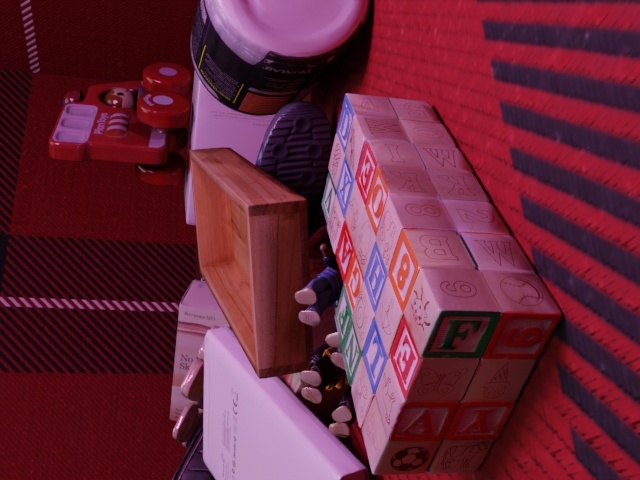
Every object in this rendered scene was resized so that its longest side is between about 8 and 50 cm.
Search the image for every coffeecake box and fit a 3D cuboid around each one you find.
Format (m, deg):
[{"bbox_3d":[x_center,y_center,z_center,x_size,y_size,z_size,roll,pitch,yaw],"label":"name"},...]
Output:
[{"bbox_3d":[-0.019,0.139,0.972,0.142,0.068,0.185,112,157,-51],"label":"coffeecake box"}]

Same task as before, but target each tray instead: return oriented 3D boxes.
[{"bbox_3d":[-0.104,0.004,0.967,0.411,0.076,0.202,-142,48,-65],"label":"tray"}]

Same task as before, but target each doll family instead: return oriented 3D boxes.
[{"bbox_3d":[0.022,0.098,0.733,0.111,0.076,0.193,-37,-46,-56],"label":"doll family"}]

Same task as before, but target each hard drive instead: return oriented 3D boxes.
[{"bbox_3d":[-0.063,0.289,0.915,0.353,0.047,0.233,33,125,53],"label":"hard drive"}]

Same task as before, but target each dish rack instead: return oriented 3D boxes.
[{"bbox_3d":[-0.185,0.497,1.315,0.208,0.074,0.271,-63,-34,-66],"label":"dish rack"}]

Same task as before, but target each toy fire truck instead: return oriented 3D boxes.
[{"bbox_3d":[-0.391,-0.245,1.426,0.302,0.254,0.169,-100,19,-51],"label":"toy fire truck"}]

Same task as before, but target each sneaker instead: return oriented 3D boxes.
[{"bbox_3d":[-0.062,-0.080,1.103,0.131,0.112,0.319,-113,30,-54],"label":"sneaker"},{"bbox_3d":[0.000,0.000,0.992,0.119,0.047,0.057,118,163,-55],"label":"sneaker"}]

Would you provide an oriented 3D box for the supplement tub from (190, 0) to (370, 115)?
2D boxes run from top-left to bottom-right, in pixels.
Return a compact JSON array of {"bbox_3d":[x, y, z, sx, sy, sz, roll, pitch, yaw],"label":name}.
[{"bbox_3d":[-0.074,-0.298,1.007,0.338,0.207,0.207,165,108,-74],"label":"supplement tub"}]

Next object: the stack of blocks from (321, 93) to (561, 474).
[{"bbox_3d":[0.072,0.021,0.605,0.297,0.087,0.171,-105,23,-50],"label":"stack of blocks"}]

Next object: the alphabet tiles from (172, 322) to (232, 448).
[{"bbox_3d":[-0.196,0.281,1.413,0.284,0.021,0.278,74,-142,-59],"label":"alphabet tiles"}]

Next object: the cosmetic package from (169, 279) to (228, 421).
[{"bbox_3d":[-0.236,0.253,1.575,0.129,0.153,0.296,-75,-6,-68],"label":"cosmetic package"}]

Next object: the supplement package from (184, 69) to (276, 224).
[{"bbox_3d":[-0.177,-0.192,1.444,0.177,0.175,0.292,-115,31,-61],"label":"supplement package"}]
